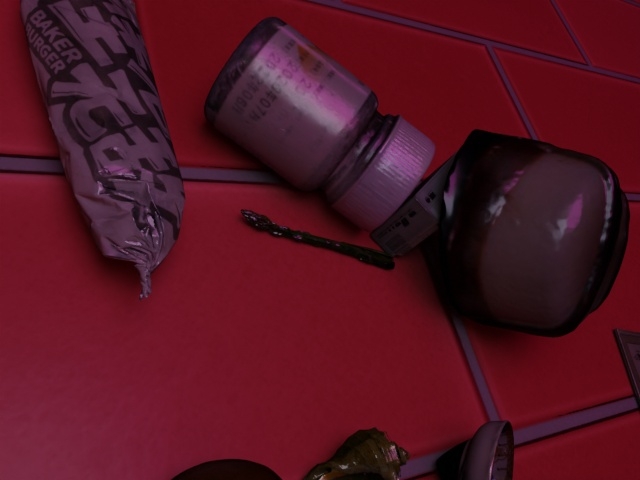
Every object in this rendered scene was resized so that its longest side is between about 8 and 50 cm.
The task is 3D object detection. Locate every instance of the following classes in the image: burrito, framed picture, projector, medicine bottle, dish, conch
[{"bbox_3d":[-0.234,-0.133,0.635,0.139,0.101,0.446,-2,60,-45],"label":"burrito"},{"bbox_3d":[0.608,0.245,0.972,0.231,0.010,0.173,11,56,-26],"label":"framed picture"},{"bbox_3d":[0.154,-0.049,0.809,0.061,0.115,0.147,48,49,0],"label":"projector"},{"bbox_3d":[0.000,-0.148,0.745,0.273,0.165,0.165,35,49,-8],"label":"medicine bottle"},{"bbox_3d":[0.170,0.272,0.650,0.141,0.078,0.141,-10,101,-61],"label":"dish"},{"bbox_3d":[0.041,0.245,0.581,0.121,0.074,0.089,-16,34,-16],"label":"conch"}]

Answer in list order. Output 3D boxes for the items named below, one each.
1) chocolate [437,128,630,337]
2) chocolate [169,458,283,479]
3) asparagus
[{"bbox_3d":[0.303,-0.009,0.759,0.283,0.186,0.284,-9,101,-50],"label":"chocolate"},{"bbox_3d":[-0.090,0.256,0.490,0.133,0.127,0.124,-5,33,-20],"label":"chocolate"},{"bbox_3d":[0.000,0.000,0.746,0.232,0.022,0.023,18,98,-24],"label":"asparagus"}]
